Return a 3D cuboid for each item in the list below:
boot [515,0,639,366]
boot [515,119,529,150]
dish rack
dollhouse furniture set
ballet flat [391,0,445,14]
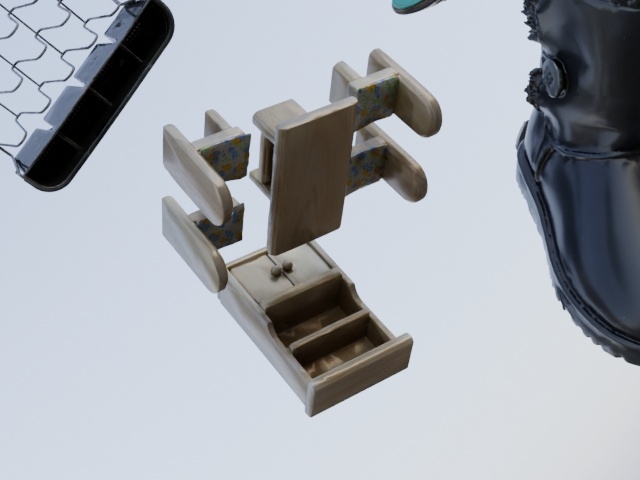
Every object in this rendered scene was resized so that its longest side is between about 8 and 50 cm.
[{"bbox_3d":[0.190,-0.068,0.737,0.094,0.246,0.207,-10,-48,-7],"label":"boot"},{"bbox_3d":[0.313,-0.092,1.339,0.137,0.198,0.077,-87,19,-78],"label":"boot"},{"bbox_3d":[-0.290,-0.197,1.024,0.271,0.074,0.208,38,-100,-32],"label":"dish rack"},{"bbox_3d":[0.000,0.000,0.966,0.212,0.161,0.242,-24,-38,-27],"label":"dollhouse furniture set"},{"bbox_3d":[0.180,-0.382,1.633,0.203,0.074,0.074,-53,-23,-8],"label":"ballet flat"}]
